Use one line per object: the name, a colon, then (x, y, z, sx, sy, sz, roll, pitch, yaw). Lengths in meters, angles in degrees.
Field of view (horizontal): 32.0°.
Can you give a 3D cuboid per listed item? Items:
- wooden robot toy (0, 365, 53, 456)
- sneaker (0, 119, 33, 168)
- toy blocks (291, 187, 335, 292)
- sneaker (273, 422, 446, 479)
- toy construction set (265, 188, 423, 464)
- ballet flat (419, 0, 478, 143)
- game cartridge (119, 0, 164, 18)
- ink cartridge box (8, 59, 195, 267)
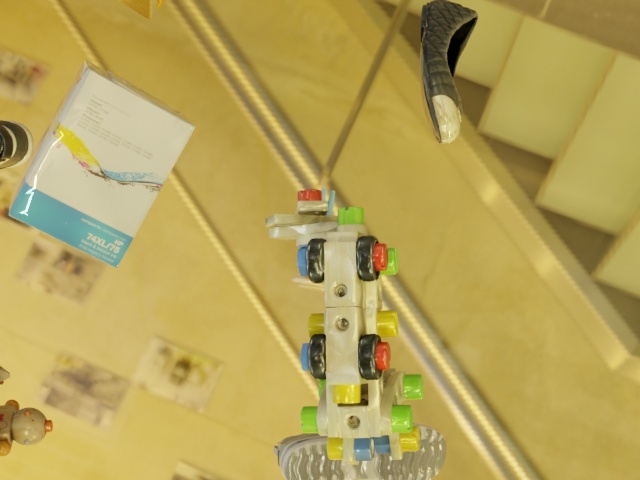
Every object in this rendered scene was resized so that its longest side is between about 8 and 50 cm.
wooden robot toy: (-0.287, 0.169, 1.028, 0.079, 0.173, 0.076, 4, 124, -8)
sneaker: (-0.472, -0.111, 1.355, 0.217, 0.079, 0.121, -11, 180, 10)
toy blocks: (0.000, 0.000, 1.719, 0.054, 0.148, 0.123, 10, 172, 8)
sneaker: (0.061, 0.317, 1.722, 0.281, 0.105, 0.115, 4, -172, -23)
toy construction set: (0.034, 0.088, 1.235, 0.151, 0.328, 0.215, -18, 170, 12)
ballet flat: (0.105, -0.143, 0.905, 0.049, 0.173, 0.057, -1, 136, 7)
game cartridge: (-0.284, -0.331, 1.051, 0.323, 0.053, 0.285, 34, 179, -10)
ink cartridge box: (-0.367, -0.133, 1.863, 0.197, 0.270, 0.198, 28, -175, -18)
